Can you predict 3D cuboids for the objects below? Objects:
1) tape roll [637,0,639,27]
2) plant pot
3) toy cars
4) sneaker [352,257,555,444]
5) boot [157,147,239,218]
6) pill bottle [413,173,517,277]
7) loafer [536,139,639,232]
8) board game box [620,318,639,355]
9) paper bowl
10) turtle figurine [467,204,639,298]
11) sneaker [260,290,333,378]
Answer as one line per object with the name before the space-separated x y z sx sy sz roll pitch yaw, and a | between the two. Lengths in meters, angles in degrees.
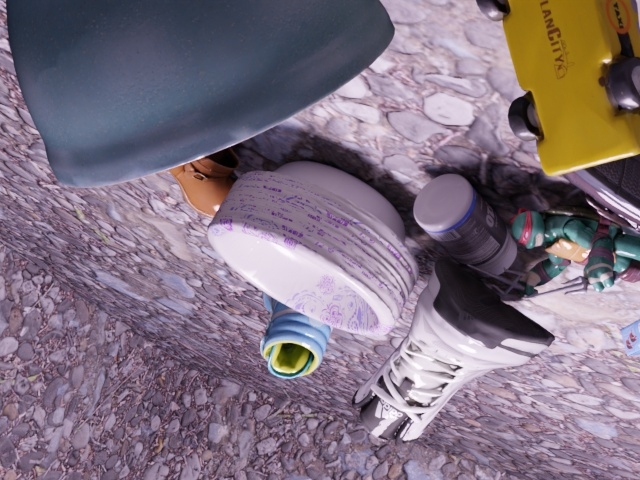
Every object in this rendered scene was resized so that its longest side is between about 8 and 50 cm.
tape roll | 0.315 -0.121 0.298 0.392 0.072 0.391 14 126 21
plant pot | -0.115 -0.197 0.642 0.293 0.293 0.196 3 126 46
toy cars | 0.249 -0.083 0.551 0.393 0.087 0.176 47 135 30
sneaker | 0.157 0.176 1.109 0.169 0.257 0.447 37 -178 12
boot | -0.152 -0.096 1.220 0.197 0.072 0.152 31 156 -28
pill bottle | 0.180 -0.015 1.034 0.078 0.078 0.137 4 153 44
loafer | 0.320 -0.032 0.756 0.303 0.109 0.095 20 153 -7
board game box | 0.443 0.076 0.914 0.160 0.039 0.211 -9 161 -7
paper bowl | 0.000 0.000 1.158 0.284 0.148 0.284 26 162 9
turtle figurine | 0.292 0.018 0.931 0.234 0.118 0.175 10 177 -3
sneaker | -0.065 0.156 1.579 0.127 0.208 0.319 27 161 -13
